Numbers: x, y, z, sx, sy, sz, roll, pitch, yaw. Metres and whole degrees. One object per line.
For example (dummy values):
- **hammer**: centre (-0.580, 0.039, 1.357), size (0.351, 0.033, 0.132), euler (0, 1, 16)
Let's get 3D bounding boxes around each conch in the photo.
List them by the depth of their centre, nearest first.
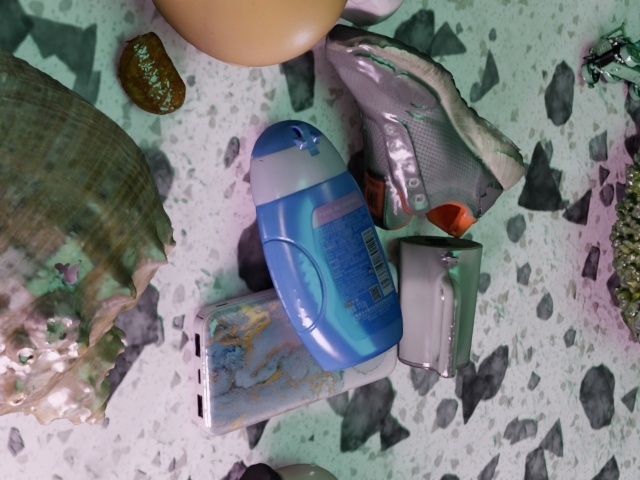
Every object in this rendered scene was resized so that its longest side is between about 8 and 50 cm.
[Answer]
- **conch**: centre (-0.232, -0.007, 1.168), size (0.297, 0.210, 0.352), euler (-45, 133, -50)

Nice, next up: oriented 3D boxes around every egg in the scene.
- **egg**: centre (-0.072, -0.277, 1.250), size (0.201, 0.201, 0.244), euler (-62, 161, -15)

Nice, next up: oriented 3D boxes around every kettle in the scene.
- **kettle**: centre (0.144, 0.075, 1.583), size (0.098, 0.127, 0.148), euler (-2, 99, -39)

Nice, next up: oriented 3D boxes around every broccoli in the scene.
- **broccoli**: centre (0.526, 0.011, 1.876), size (0.324, 0.272, 0.334), euler (92, 20, -69)

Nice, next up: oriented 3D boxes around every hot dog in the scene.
- **hot dog**: centre (-0.163, -0.161, 1.310), size (0.058, 0.035, 0.083), euler (-44, 125, -28)

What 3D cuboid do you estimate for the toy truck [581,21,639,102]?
- **toy truck**: centre (0.417, -0.244, 1.824), size (0.154, 0.080, 0.078), euler (8, 65, -44)

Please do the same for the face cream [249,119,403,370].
- **face cream**: centre (0.000, 0.000, 1.426), size (0.149, 0.083, 0.264), euler (-25, 97, -46)

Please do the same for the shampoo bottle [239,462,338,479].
- **shampoo bottle**: centre (-0.007, 0.330, 1.520), size (0.127, 0.078, 0.257), euler (-52, 131, -17)

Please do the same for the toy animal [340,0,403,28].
- **toy animal**: centre (0.059, -0.370, 1.414), size (0.138, 0.140, 0.283), euler (16, 90, -52)

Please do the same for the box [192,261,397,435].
- **box**: centre (-0.021, 0.114, 1.493), size (0.285, 0.044, 0.142), euler (-15, 112, -40)

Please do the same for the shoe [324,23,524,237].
- **shoe**: centre (0.087, -0.101, 1.509), size (0.336, 0.132, 0.171), euler (37, 82, -44)
